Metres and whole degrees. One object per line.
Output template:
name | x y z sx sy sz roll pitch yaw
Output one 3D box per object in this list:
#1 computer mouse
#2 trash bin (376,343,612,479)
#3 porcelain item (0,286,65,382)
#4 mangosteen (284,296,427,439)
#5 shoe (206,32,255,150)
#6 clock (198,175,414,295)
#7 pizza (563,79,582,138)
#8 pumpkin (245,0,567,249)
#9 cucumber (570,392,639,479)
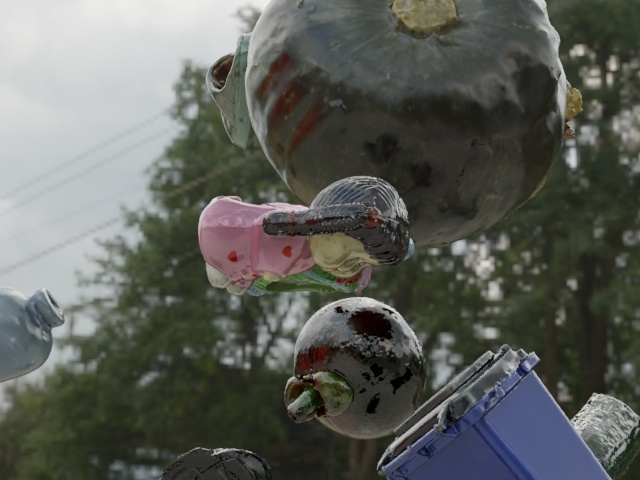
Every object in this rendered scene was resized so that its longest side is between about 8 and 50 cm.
computer mouse | -0.159 0.356 1.842 0.242 0.146 0.077 -35 0 18
trash bin | 0.193 0.245 1.372 0.162 0.234 0.184 -45 -8 37
porcelain item | -0.513 0.166 2.068 0.259 0.141 0.141 -34 -21 -1
mangosteen | 0.045 0.194 1.978 0.216 0.216 0.216 1 -18 0
shoe | -0.139 -0.244 2.185 0.100 0.103 0.251 17 -33 6
clock | 0.000 0.000 1.362 0.195 0.100 0.194 -6 -13 20
pizza | 0.372 -0.252 2.394 0.229 0.289 0.081 10 5 -24
pumpkin | 0.117 -0.199 1.847 0.454 0.454 0.344 3 -33 -6
cucumber | 0.363 0.289 1.778 0.063 0.115 0.244 -10 12 33
